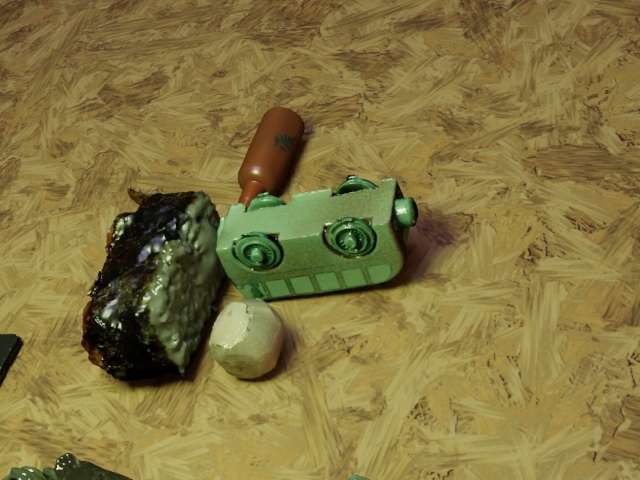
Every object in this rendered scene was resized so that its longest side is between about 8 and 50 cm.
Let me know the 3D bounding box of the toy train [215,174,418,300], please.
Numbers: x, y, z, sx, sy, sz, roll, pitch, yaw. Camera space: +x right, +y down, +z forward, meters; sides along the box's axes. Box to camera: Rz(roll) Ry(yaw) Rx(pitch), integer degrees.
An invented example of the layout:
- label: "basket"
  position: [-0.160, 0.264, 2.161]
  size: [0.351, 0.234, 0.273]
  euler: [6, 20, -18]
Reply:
- label: "toy train"
  position: [0.000, 0.000, 1.694]
  size: [0.326, 0.159, 0.129]
  euler: [-9, 41, 18]

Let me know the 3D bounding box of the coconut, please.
- label: "coconut"
  position: [-0.107, 0.137, 1.625]
  size: [0.110, 0.110, 0.124]
  euler: [-4, 51, 18]

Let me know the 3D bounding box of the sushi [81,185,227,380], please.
- label: "sushi"
  position: [-0.260, 0.050, 1.714]
  size: [0.181, 0.196, 0.343]
  euler: [1, 47, 14]

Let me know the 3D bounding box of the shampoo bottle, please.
- label: "shampoo bottle"
  position: [-0.096, -0.129, 1.919]
  size: [0.085, 0.085, 0.244]
  euler: [0, 48, 21]

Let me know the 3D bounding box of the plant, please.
- label: "plant"
  position: [-0.324, 0.361, 1.418]
  size: [0.194, 0.129, 0.132]
  euler: [12, 30, -18]

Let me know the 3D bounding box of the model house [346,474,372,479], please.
- label: "model house"
  position: [0.040, 0.335, 1.397]
  size: [0.078, 0.066, 0.083]
  euler: [27, 59, 37]

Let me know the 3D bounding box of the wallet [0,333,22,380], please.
- label: "wallet"
  position: [-0.583, 0.248, 1.759]
  size: [0.124, 0.025, 0.244]
  euler: [-2, 47, 23]
